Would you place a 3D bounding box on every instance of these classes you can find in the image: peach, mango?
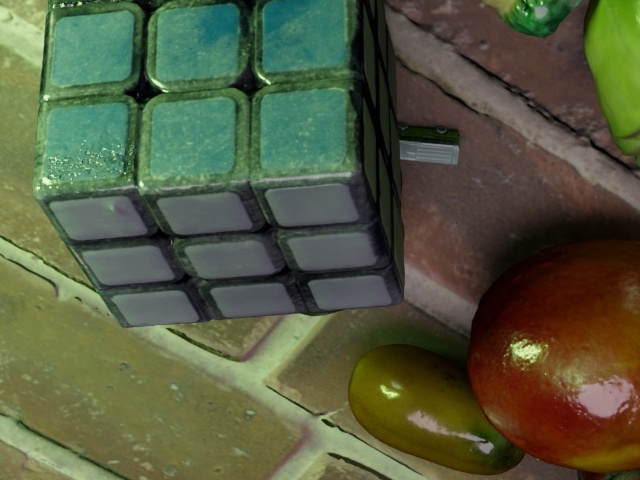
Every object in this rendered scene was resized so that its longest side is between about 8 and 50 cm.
[{"bbox_3d":[0.299,0.120,1.948,0.281,0.238,0.281,1,100,5],"label":"peach"},{"bbox_3d":[0.137,0.199,2.058,0.221,0.151,0.120,26,93,8],"label":"mango"}]

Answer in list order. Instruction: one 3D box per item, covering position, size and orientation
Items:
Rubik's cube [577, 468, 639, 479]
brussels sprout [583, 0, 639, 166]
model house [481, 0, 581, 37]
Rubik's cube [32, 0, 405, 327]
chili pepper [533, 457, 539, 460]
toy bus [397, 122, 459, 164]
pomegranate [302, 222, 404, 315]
[{"bbox_3d":[0.463,0.334,2.094,0.237,0.238,0.237,-30,118,23],"label":"Rubik's cube"},{"bbox_3d":[0.403,-0.194,1.666,0.344,0.268,0.344,-25,141,-22],"label":"brussels sprout"},{"bbox_3d":[0.148,-0.384,1.620,0.325,0.194,0.267,32,123,-14],"label":"model house"},{"bbox_3d":[-0.086,-0.113,1.699,0.305,0.301,0.304,-4,154,10],"label":"Rubik's cube"},{"bbox_3d":[0.176,0.219,2.151,0.208,0.043,0.049,17,160,-4],"label":"chili pepper"},{"bbox_3d":[0.108,-0.103,1.916,0.083,0.037,0.031,5,126,0],"label":"toy bus"},{"bbox_3d":[0.000,0.000,1.934,0.180,0.180,0.210,1,164,2],"label":"pomegranate"}]
